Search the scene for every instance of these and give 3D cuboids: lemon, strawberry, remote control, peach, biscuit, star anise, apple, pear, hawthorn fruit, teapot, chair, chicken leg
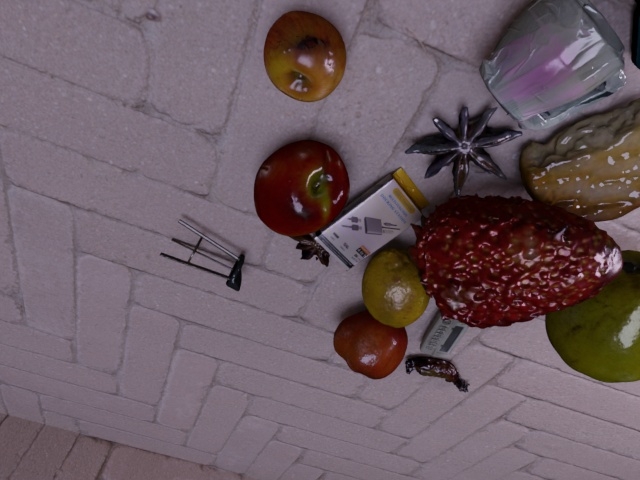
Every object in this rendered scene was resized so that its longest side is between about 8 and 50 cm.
[{"bbox_3d":[0.184,0.113,0.995,0.170,0.169,0.207,8,127,1],"label":"lemon"},{"bbox_3d":[0.358,0.026,0.800,0.292,0.291,0.344,41,141,-25],"label":"strawberry"},{"bbox_3d":[0.357,0.248,1.159,0.090,0.049,0.230,12,130,-3],"label":"remote control"},{"bbox_3d":[-0.046,-0.109,0.863,0.190,0.226,0.195,-10,97,-24],"label":"peach"},{"bbox_3d":[0.533,-0.138,0.778,0.275,0.091,0.213,-19,123,20],"label":"biscuit"},{"bbox_3d":[0.280,-0.176,0.798,0.205,0.061,0.180,-24,111,20],"label":"star anise"},{"bbox_3d":[-0.027,-0.306,0.690,0.147,0.146,0.146,4,131,5],"label":"apple"},{"bbox_3d":[0.648,0.170,0.922,0.253,0.252,0.306,-1,128,9],"label":"pear"},{"bbox_3d":[0.155,0.263,1.136,0.197,0.196,0.225,31,103,-17],"label":"hawthorn fruit"},{"bbox_3d":[0.363,-0.282,0.663,0.178,0.222,0.163,-37,73,37],"label":"teapot"},{"bbox_3d":[-0.281,0.040,1.048,0.222,0.104,0.095,32,110,-15],"label":"chair"},{"bbox_3d":[0.000,0.000,0.994,0.168,0.057,0.167,4,132,4],"label":"star anise"},{"bbox_3d":[0.386,0.425,1.307,0.254,0.051,0.106,27,135,-15],"label":"chicken leg"}]

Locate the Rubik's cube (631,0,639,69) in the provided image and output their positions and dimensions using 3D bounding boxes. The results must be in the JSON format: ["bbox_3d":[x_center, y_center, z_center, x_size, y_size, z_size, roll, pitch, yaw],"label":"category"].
[{"bbox_3d":[0.574,-0.334,0.468,0.294,0.288,0.283,-13,130,19],"label":"Rubik's cube"}]

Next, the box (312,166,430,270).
[{"bbox_3d":[0.114,-0.042,0.920,0.247,0.033,0.129,-38,117,17],"label":"box"}]
